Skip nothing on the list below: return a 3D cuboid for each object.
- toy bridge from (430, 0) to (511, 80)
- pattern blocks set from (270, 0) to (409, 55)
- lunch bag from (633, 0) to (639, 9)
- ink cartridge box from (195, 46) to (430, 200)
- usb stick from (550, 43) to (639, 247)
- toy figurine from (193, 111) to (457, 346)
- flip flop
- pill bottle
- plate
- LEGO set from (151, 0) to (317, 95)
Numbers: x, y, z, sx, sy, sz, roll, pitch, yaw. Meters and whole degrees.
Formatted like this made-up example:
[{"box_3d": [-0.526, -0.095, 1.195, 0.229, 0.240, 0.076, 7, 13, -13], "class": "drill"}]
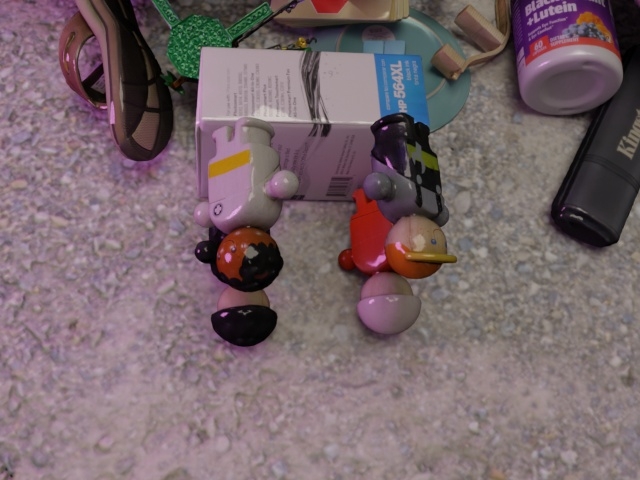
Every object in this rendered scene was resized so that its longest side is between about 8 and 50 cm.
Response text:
[{"box_3d": [0.184, -0.240, 0.896, 0.063, 0.026, 0.188, 39, 55, -12], "class": "toy bridge"}, {"box_3d": [0.024, -0.318, 0.889, 0.285, 0.026, 0.325, 12, 70, 13], "class": "pattern blocks set"}, {"box_3d": [0.399, -0.323, 0.811, 0.305, 0.212, 0.256, 51, 40, -3], "class": "lunch bag"}, {"box_3d": [-0.015, -0.105, 0.744, 0.203, 0.148, 0.086, 1, 66, -8], "class": "ink cartridge box"}, {"box_3d": [0.330, -0.111, 0.856, 0.077, 0.045, 0.278, 29, 64, 7], "class": "usb stick"}, {"box_3d": [0.000, 0.000, 0.664, 0.213, 0.209, 0.148, -1, 70, -8], "class": "toy figurine"}, {"box_3d": [-0.224, -0.193, 0.789, 0.080, 0.112, 0.277, -27, 72, 8], "class": "flip flop"}, {"box_3d": [0.270, -0.248, 0.877, 0.108, 0.108, 0.193, 4, 63, -6], "class": "pill bottle"}, {"box_3d": [0.079, -0.199, 0.873, 0.188, 0.024, 0.188, 3, 65, -6], "class": "plate"}, {"box_3d": [-0.077, -0.313, 0.819, 0.331, 0.192, 0.255, -44, 98, 1], "class": "LEGO set"}]
